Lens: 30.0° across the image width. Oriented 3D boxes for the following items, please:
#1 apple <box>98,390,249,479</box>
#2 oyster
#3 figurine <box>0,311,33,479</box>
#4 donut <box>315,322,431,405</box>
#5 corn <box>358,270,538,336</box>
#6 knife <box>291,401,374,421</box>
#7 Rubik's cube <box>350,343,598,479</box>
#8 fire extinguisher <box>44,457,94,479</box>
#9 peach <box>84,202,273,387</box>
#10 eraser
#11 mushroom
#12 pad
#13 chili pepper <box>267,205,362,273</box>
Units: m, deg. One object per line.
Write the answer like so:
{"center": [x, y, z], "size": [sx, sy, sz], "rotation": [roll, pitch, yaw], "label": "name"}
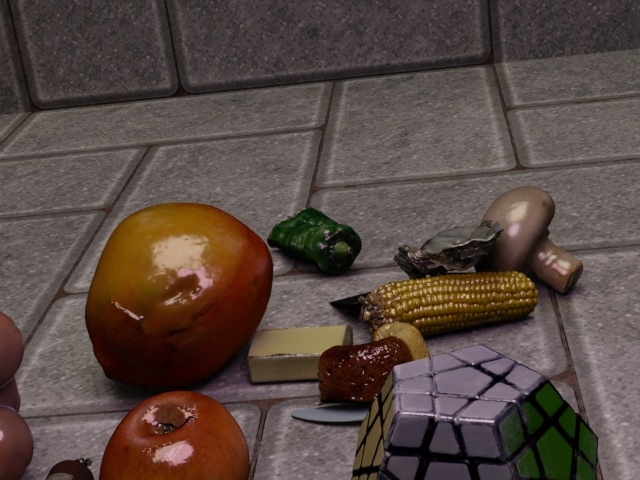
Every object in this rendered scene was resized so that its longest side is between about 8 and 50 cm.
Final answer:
{"center": [-0.205, 0.314, 1.667], "size": [0.210, 0.173, 0.235], "rotation": [-9, 23, -1], "label": "apple"}
{"center": [0.222, 0.018, 2.141], "size": [0.252, 0.087, 0.199], "rotation": [-27, 4, 27], "label": "oyster"}
{"center": [-0.642, 0.257, 1.876], "size": [0.388, 0.276, 0.248], "rotation": [-6, -2, -3], "label": "figurine"}
{"center": [0.103, 0.192, 1.934], "size": [0.141, 0.085, 0.217], "rotation": [-6, 11, 43], "label": "donut"}
{"center": [0.224, 0.111, 2.108], "size": [0.318, 0.115, 0.115], "rotation": [-10, 22, -5], "label": "corn"}
{"center": [0.079, 0.267, 1.884], "size": [0.260, 0.034, 0.063], "rotation": [-10, 23, 8], "label": "knife"}
{"center": [0.186, 0.288, 1.480], "size": [0.264, 0.319, 0.319], "rotation": [-46, 36, -17], "label": "Rubik's cube"}
{"center": [-0.383, 0.377, 1.720], "size": [0.099, 0.071, 0.231], "rotation": [-32, 16, 16], "label": "fire extinguisher"}
{"center": [-0.252, 0.093, 2.067], "size": [0.373, 0.289, 0.372], "rotation": [-9, 26, 5], "label": "peach"}
{"center": [-0.032, 0.194, 2.050], "size": [0.172, 0.058, 0.117], "rotation": [-4, 21, 9], "label": "eraser"}
{"center": [0.383, -0.003, 2.218], "size": [0.209, 0.206, 0.206], "rotation": [4, 25, 25], "label": "mushroom"}
{"center": [0.151, 0.089, 2.239], "size": [0.246, 0.006, 0.170], "rotation": [-13, 1, -14], "label": "pad"}
{"center": [0.000, 0.000, 2.460], "size": [0.136, 0.099, 0.270], "rotation": [-7, 16, -23], "label": "chili pepper"}
